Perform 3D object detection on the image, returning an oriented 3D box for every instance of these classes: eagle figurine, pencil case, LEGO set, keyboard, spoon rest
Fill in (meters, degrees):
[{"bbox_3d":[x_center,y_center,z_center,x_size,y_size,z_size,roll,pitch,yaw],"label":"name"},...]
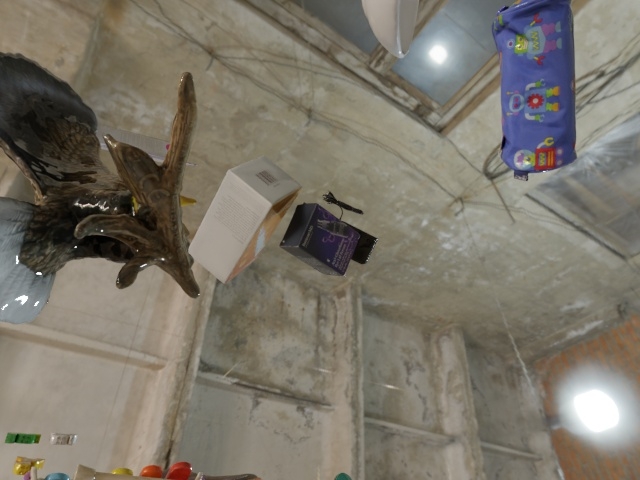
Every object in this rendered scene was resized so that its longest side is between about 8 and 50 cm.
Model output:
[{"bbox_3d":[-0.234,-0.044,0.434,0.298,0.227,0.225,20,165,31],"label":"eagle figurine"},{"bbox_3d":[0.377,-0.268,0.767,0.119,0.133,0.307,-41,-56,-51],"label":"pencil case"},{"bbox_3d":[-0.649,0.453,0.921,0.227,0.093,0.087,18,-112,-28],"label":"LEGO set"},{"bbox_3d":[0.068,-0.061,1.629,0.317,0.202,0.033,27,-162,10],"label":"keyboard"},{"bbox_3d":[0.081,-0.313,0.392,0.084,0.277,0.137,6,-146,20],"label":"spoon rest"}]

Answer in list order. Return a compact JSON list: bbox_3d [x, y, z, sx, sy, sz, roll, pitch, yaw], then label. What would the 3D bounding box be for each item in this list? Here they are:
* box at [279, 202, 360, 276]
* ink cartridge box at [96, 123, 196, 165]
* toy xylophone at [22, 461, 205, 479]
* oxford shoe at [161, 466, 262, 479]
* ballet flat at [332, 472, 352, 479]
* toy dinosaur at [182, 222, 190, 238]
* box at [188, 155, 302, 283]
[{"bbox_3d":[0.000,0.000,1.353,0.207,0.108,0.153,33,-109,-33],"label":"box"},{"bbox_3d":[-0.608,-0.310,1.417,0.370,0.175,0.069,10,-90,-47],"label":"ink cartridge box"},{"bbox_3d":[-0.363,0.467,0.786,0.322,0.236,0.081,25,-157,-28],"label":"toy xylophone"},{"bbox_3d":[-0.312,0.604,1.057,0.363,0.130,0.133,10,-158,-35],"label":"oxford shoe"},{"bbox_3d":[0.062,0.686,1.080,0.076,0.079,0.221,17,-172,-13],"label":"ballet flat"},{"bbox_3d":[-0.243,-0.024,0.636,0.092,0.183,0.053,43,-159,-2],"label":"toy dinosaur"},{"bbox_3d":[-0.242,-0.067,1.379,0.168,0.345,0.215,39,-149,4],"label":"box"}]
